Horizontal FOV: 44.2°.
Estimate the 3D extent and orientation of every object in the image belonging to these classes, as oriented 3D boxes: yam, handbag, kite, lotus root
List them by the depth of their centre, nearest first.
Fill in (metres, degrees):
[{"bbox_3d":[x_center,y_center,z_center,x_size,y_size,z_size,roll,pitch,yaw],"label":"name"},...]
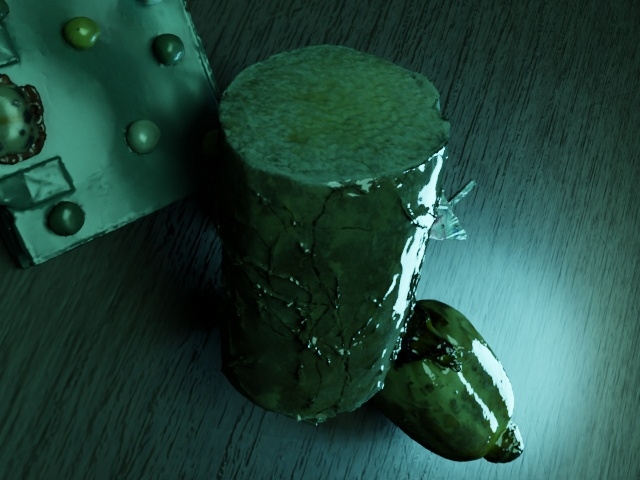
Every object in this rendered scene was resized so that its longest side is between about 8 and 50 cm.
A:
[{"bbox_3d":[-0.218,-0.140,0.760,0.274,0.100,0.268,-31,110,-40],"label":"handbag"},{"bbox_3d":[0.000,0.000,0.820,0.241,0.241,0.348,-23,131,-41],"label":"yam"},{"bbox_3d":[0.174,0.208,1.085,0.309,0.173,0.173,52,56,-29],"label":"lotus root"},{"bbox_3d":[0.199,-0.056,1.216,0.152,0.005,0.137,-52,122,-32],"label":"kite"}]
